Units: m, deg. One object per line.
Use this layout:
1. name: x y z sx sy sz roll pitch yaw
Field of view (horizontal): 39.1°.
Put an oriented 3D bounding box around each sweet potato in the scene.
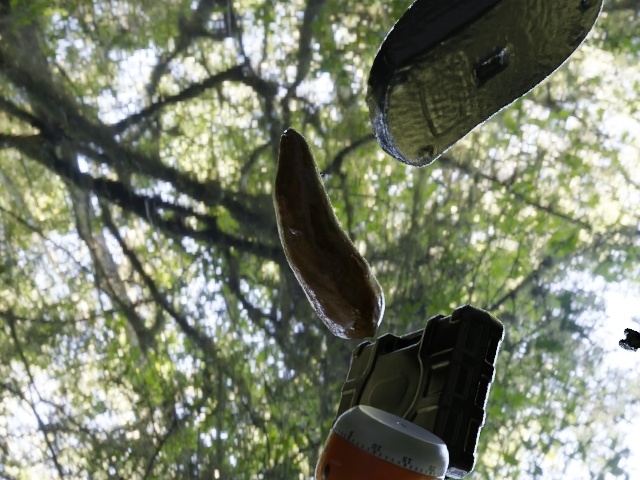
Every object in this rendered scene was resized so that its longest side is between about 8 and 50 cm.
1. sweet potato: -0.001 -0.001 1.147 0.097 0.097 0.291 -25 -86 -22

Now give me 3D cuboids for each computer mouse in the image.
1. computer mouse: 0.142 -0.186 0.840 0.270 0.137 0.086 -36 -132 -9

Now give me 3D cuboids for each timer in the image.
1. timer: 0.051 0.226 0.853 0.136 0.136 0.099 -16 -160 -16

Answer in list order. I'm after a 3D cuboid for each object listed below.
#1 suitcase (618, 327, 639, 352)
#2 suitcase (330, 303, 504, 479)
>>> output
1. suitcase: 0.581 0.097 1.107 0.335 0.152 0.229 8 -117 50
2. suitcase: 0.108 0.203 1.127 0.066 0.285 0.206 28 -117 -17
